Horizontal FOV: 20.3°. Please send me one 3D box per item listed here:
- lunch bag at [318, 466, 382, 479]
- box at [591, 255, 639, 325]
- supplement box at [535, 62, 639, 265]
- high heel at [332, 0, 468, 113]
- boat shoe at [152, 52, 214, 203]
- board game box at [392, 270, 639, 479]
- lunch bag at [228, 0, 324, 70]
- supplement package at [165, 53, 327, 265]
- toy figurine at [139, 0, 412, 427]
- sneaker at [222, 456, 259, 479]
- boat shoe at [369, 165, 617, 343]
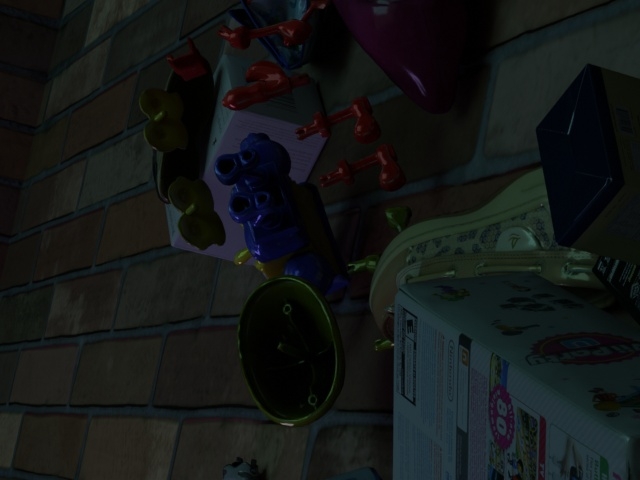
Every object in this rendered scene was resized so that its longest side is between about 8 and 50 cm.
[{"bbox_3d":[0.030,0.282,1.224,0.219,0.090,0.176,-104,1,-53],"label":"lunch bag"},{"bbox_3d":[0.240,-0.023,0.973,0.147,0.077,0.180,-122,49,-63],"label":"box"},{"bbox_3d":[0.167,-0.036,0.938,0.056,0.083,0.083,126,150,-44],"label":"supplement box"},{"bbox_3d":[0.050,-0.219,1.602,0.377,0.127,0.181,-101,-1,-78],"label":"high heel"},{"bbox_3d":[-0.143,-0.110,1.770,0.049,0.056,0.152,-5,73,61],"label":"boat shoe"},{"bbox_3d":[0.134,0.160,0.975,0.303,0.097,0.224,-145,52,-68],"label":"board game box"},{"bbox_3d":[-0.040,-0.247,1.793,0.129,0.096,0.151,-51,-54,-79],"label":"lunch bag"},{"bbox_3d":[-0.079,-0.080,1.816,0.105,0.105,0.179,-106,36,-51],"label":"supplement package"},{"bbox_3d":[0.000,0.000,1.560,0.217,0.191,0.362,53,-166,-65],"label":"toy figurine"},{"bbox_3d":[-0.084,0.240,1.712,0.098,0.038,0.069,-39,38,44],"label":"sneaker"},{"bbox_3d":[0.115,0.032,1.227,0.285,0.104,0.089,-39,38,57],"label":"boat shoe"}]
